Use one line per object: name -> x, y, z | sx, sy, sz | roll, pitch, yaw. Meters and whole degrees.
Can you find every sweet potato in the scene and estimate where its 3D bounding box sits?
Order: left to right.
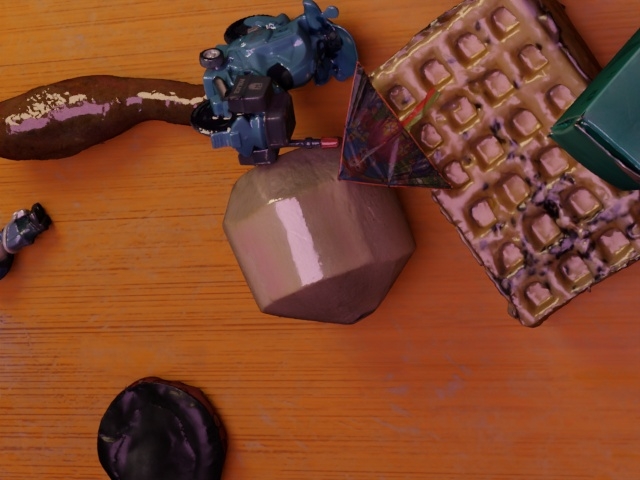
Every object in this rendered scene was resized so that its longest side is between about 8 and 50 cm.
sweet potato -> -0.284, -0.171, 1.950 | 0.385, 0.109, 0.109 | -9, 97, 9

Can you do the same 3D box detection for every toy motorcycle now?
toy motorcycle -> -0.052, -0.199, 1.794 | 0.182, 0.272, 0.123 | 1, 131, 13

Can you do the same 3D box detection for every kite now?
kite -> 0.081, -0.121, 1.729 | 0.159, 0.010, 0.190 | -37, 102, -3

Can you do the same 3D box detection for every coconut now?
coconut -> -0.001, 0.000, 1.817 | 0.241, 0.241, 0.241 | 4, 101, 19

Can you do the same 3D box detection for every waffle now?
waffle -> 0.242, -0.108, 1.764 | 0.261, 0.114, 0.376 | -34, 87, 21

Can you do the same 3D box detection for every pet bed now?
pet bed -> -0.216, 0.282, 2.029 | 0.201, 0.053, 0.201 | 4, 102, 18

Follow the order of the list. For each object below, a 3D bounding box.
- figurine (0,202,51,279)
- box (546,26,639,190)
figurine -> -0.434, 0.007, 2.057 | 0.136, 0.077, 0.079 | -22, 110, 9
box -> 0.396, -0.197, 1.564 | 0.118, 0.205, 0.311 | 42, 90, 1
